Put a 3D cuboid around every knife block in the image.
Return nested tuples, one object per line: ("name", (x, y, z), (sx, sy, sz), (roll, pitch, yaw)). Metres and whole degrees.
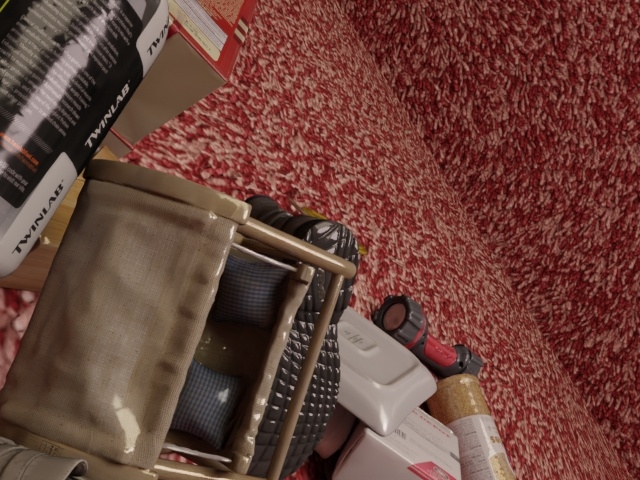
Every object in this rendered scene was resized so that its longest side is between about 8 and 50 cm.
("knife block", (-0.217, 0.025, 0.816), (0.242, 0.088, 0.276), (49, 23, -19))

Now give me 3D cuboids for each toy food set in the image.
("toy food set", (0.000, 0.000, 1.353), (0.128, 0.071, 0.218), (43, 10, 32))

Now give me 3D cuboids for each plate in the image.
("plate", (0.041, 0.163, 1.084), (0.278, 0.045, 0.277), (35, 16, 19))

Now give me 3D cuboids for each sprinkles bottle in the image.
("sprinkles bottle", (0.301, 0.433, 1.329), (0.121, 0.121, 0.355), (32, 33, -47))

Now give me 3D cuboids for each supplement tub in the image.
("supplement tub", (-0.267, -0.155, 0.598), (0.207, 0.207, 0.338), (41, 66, -35))

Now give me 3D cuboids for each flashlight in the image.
("flashlight", (0.238, 0.216, 1.492), (0.304, 0.103, 0.103), (34, -2, -36))

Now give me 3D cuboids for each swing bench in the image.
("swing bench", (-0.128, 0.091, 0.666), (0.254, 0.165, 0.253), (30, 75, -52))

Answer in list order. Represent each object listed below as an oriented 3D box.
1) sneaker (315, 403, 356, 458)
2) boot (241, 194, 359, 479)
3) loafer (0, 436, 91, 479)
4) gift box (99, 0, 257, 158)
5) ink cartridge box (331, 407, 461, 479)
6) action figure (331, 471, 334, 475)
("sneaker", (0.016, 0.231, 1.068), (0.094, 0.080, 0.212), (42, 22, 0))
("boot", (-0.067, 0.118, 0.911), (0.118, 0.338, 0.222), (19, -1, -32))
("loafer", (-0.209, 0.190, 0.502), (0.319, 0.111, 0.112), (34, 17, -7))
("gift box", (-0.266, -0.270, 0.884), (0.255, 0.258, 0.276), (47, 36, -27))
("ink cartridge box", (0.115, 0.312, 1.024), (0.158, 0.092, 0.218), (35, 12, 4))
("action figure", (0.099, 0.407, 1.014), (0.232, 0.063, 0.137), (25, 37, -47))
